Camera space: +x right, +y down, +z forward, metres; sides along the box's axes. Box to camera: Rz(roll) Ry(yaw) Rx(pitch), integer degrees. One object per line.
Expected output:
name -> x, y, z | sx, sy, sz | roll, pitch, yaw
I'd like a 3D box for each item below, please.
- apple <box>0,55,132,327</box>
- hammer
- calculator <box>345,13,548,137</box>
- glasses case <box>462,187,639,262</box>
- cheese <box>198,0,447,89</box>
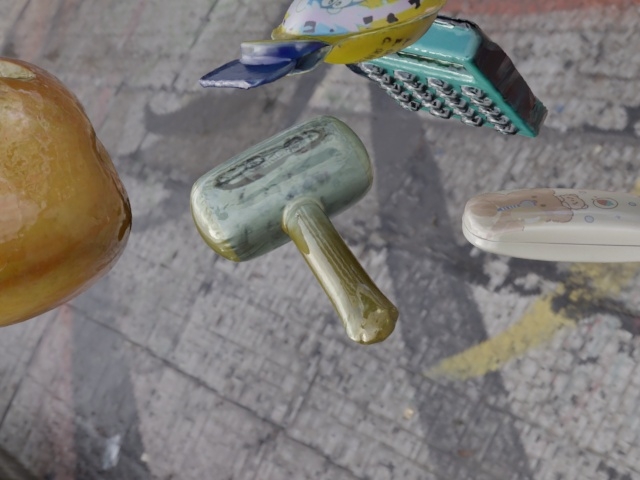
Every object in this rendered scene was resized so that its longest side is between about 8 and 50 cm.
apple -> -0.213, -0.028, 0.708 | 0.199, 0.199, 0.199 | -34, 40, 35
hammer -> 0.000, 0.000, 1.139 | 0.202, 0.113, 0.305 | -31, 45, -6
calculator -> 0.139, -0.212, 1.414 | 0.248, 0.274, 0.058 | 20, 83, 33
glasses case -> 0.232, -0.014, 1.022 | 0.081, 0.204, 0.051 | -92, 3, -64
cheese -> 0.010, -0.172, 0.912 | 0.157, 0.064, 0.250 | 7, 32, 41
